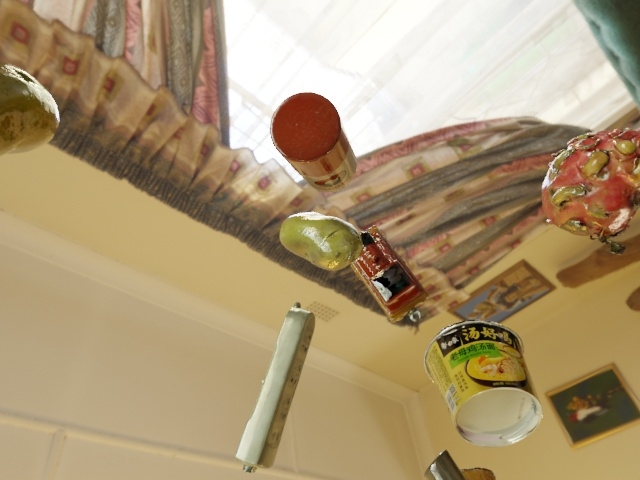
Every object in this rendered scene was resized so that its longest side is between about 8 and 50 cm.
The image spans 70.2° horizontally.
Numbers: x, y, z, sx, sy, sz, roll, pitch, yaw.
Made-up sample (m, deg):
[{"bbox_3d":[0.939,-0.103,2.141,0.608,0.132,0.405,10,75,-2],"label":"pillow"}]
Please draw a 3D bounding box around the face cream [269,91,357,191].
[{"bbox_3d":[-0.003,-0.136,0.676,0.096,0.096,0.214,53,-174,9],"label":"face cream"}]

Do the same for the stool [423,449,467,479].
[{"bbox_3d":[0.179,0.537,0.700,0.310,0.310,0.226,-34,-127,-28],"label":"stool"}]

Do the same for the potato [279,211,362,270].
[{"bbox_3d":[0.000,0.000,1.244,0.248,0.143,0.169,17,172,30],"label":"potato"}]

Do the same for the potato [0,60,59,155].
[{"bbox_3d":[-0.484,-0.186,0.670,0.157,0.157,0.194,35,-164,-27],"label":"potato"}]

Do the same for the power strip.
[{"bbox_3d":[-0.068,0.242,0.772,0.080,0.048,0.286,66,-141,-63],"label":"power strip"}]

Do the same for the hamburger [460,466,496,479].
[{"bbox_3d":[0.370,0.603,1.085,0.176,0.087,0.102,11,-154,-23],"label":"hamburger"}]

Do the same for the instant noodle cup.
[{"bbox_3d":[0.231,0.207,0.647,0.151,0.151,0.122,40,-156,-18],"label":"instant noodle cup"}]

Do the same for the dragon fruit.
[{"bbox_3d":[0.713,-0.149,1.165,0.250,0.291,0.269,27,-123,10],"label":"dragon fruit"}]

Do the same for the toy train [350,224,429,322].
[{"bbox_3d":[0.220,0.115,1.551,0.369,0.163,0.231,55,-178,23],"label":"toy train"}]
